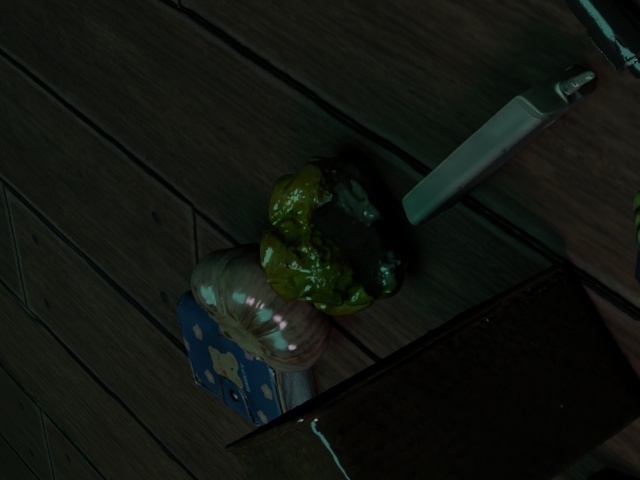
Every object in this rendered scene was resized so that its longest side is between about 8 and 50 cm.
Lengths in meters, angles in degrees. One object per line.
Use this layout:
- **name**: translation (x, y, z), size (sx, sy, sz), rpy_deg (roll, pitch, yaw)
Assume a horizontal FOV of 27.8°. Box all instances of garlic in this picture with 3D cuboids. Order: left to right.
- **garlic**: translation (-0.052, 0.065, 1.342), size (0.159, 0.102, 0.147), rpy_deg (31, 154, 26)

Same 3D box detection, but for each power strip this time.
- **power strip**: translation (0.133, -0.073, 0.980), size (0.027, 0.060, 0.252), rpy_deg (58, 150, 7)

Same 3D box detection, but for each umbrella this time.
- **umbrella**: translation (0.179, -0.164, 0.867), size (0.133, 0.031, 0.036), rpy_deg (56, 172, 10)

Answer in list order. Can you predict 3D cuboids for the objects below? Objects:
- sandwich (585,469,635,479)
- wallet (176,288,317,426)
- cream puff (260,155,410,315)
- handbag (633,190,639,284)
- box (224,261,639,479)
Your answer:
- **sandwich**: translation (0.224, 0.251, 1.052), size (0.074, 0.116, 0.074), rpy_deg (17, 128, 52)
- **wallet**: translation (-0.085, 0.147, 1.503), size (0.202, 0.059, 0.141), rpy_deg (23, 134, 47)
- **cream puff**: translation (-0.001, 0.000, 1.177), size (0.121, 0.156, 0.156), rpy_deg (-21, 96, 42)
- **handbag**: translation (0.256, 0.014, 0.672), size (0.303, 0.122, 0.329), rpy_deg (-101, 6, -48)
- **box**: translation (0.091, 0.149, 1.016), size (0.143, 0.273, 0.184), rpy_deg (60, 151, 4)
